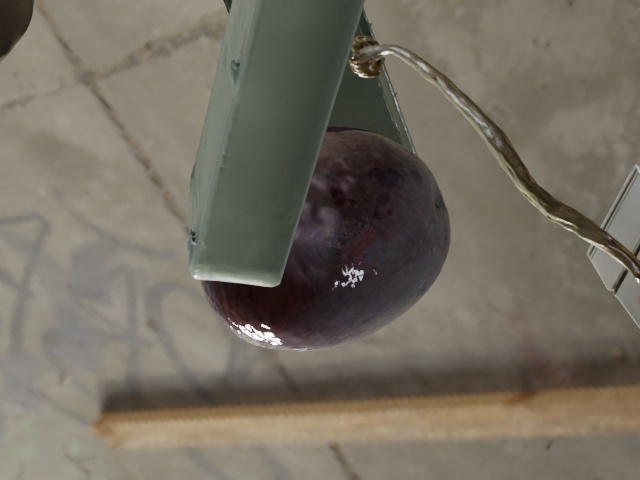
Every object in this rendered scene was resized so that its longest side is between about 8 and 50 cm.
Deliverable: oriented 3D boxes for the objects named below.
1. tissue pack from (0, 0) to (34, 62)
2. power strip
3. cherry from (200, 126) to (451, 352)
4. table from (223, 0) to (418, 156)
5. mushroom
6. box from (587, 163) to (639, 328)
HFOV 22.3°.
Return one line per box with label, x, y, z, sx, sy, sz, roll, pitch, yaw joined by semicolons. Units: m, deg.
tissue pack;-0.372;-0.265;1.140;0.277;0.267;0.387;-21;69;35
power strip;-0.009;-0.140;0.845;0.062;0.091;0.385;8;130;-12
cherry;0.000;0.000;1.375;0.213;0.266;0.183;-23;110;25
table;0.009;-0.173;1.644;0.122;0.111;0.240;-13;115;19
mushroom;0.096;-0.056;0.925;0.286;0.026;0.028;42;139;45
box;0.293;0.043;1.322;0.198;0.029;0.109;59;144;35
